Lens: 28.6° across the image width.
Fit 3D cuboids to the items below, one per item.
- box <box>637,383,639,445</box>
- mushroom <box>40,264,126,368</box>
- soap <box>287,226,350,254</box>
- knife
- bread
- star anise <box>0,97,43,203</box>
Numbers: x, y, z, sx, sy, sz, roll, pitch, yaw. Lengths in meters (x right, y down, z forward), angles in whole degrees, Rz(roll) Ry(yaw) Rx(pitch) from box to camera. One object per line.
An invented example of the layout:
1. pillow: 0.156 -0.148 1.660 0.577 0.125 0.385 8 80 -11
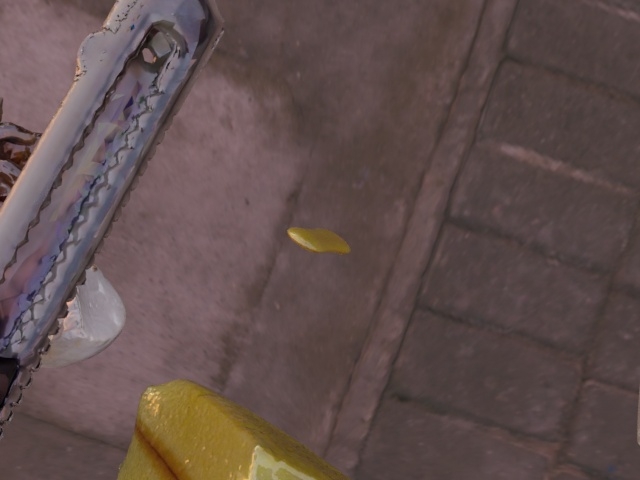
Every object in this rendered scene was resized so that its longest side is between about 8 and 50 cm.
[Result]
1. box: 0.554 0.232 1.842 0.129 0.210 0.148 10 63 0
2. mushroom: -0.285 0.080 1.187 0.223 0.081 0.092 -10 122 32
3. soap: 0.000 0.000 1.018 0.034 0.089 0.012 36 103 19
4. knife: -0.145 0.005 0.621 0.043 0.089 0.365 11 65 41
5. bread: -0.101 0.324 1.527 0.245 0.361 0.233 30 91 -25
6. star anise: -0.435 -0.086 1.425 0.288 0.088 0.288 6 38 -5
